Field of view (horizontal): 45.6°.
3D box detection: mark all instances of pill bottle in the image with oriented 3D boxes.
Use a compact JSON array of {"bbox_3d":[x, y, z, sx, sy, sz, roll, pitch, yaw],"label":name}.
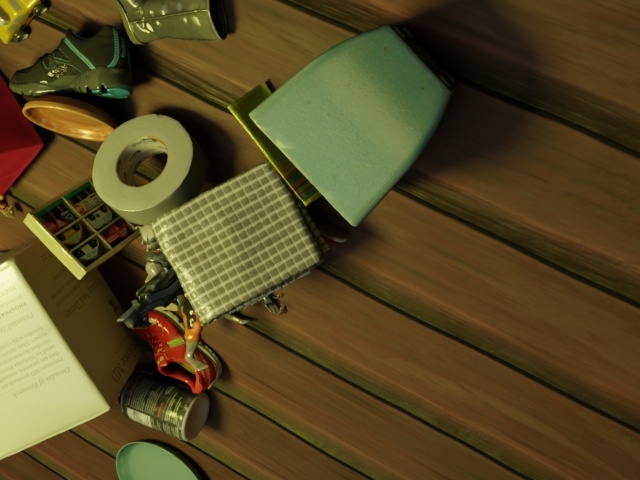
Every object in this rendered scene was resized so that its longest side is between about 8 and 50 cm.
[{"bbox_3d":[-0.418,0.412,1.948,0.246,0.130,0.130,16,123,20],"label":"pill bottle"}]

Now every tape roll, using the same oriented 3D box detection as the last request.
[{"bbox_3d":[-0.345,-0.144,1.540,0.219,0.219,0.072,15,163,21],"label":"tape roll"}]

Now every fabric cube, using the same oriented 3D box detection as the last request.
[{"bbox_3d":[-0.841,-0.226,1.712,0.259,0.258,0.254,-35,88,38],"label":"fabric cube"}]

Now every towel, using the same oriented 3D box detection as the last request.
[{"bbox_3d":[-0.152,0.000,1.460,0.284,0.121,0.235,-29,84,-2],"label":"towel"},{"bbox_3d":[-0.066,-0.183,1.434,0.237,0.102,0.021,52,145,-6],"label":"towel"}]

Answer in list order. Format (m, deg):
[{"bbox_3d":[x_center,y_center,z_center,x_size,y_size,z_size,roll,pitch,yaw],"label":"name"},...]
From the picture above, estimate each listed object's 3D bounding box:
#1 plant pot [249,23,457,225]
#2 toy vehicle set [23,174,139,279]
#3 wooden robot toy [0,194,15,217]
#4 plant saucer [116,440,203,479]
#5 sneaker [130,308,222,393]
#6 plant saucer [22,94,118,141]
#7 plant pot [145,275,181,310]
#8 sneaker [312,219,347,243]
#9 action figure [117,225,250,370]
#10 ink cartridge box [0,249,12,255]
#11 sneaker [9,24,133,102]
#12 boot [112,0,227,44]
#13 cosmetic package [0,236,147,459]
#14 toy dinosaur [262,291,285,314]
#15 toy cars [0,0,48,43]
[{"bbox_3d":[0.082,-0.218,1.256,0.247,0.248,0.252,46,110,-2],"label":"plant pot"},{"bbox_3d":[-0.478,-0.048,1.633,0.166,0.267,0.035,46,129,-3],"label":"toy vehicle set"},{"bbox_3d":[-0.824,-0.129,1.920,0.173,0.076,0.079,31,92,10],"label":"wooden robot toy"},{"bbox_3d":[-0.443,0.691,2.176,0.318,0.044,0.317,14,122,23],"label":"plant saucer"},{"bbox_3d":[-0.367,0.262,1.841,0.279,0.118,0.107,36,127,6],"label":"sneaker"},{"bbox_3d":[-0.523,-0.260,1.613,0.200,0.200,0.037,4,77,27],"label":"plant saucer"},{"bbox_3d":[-0.339,0.105,1.751,0.109,0.096,0.109,5,120,26],"label":"plant pot"},{"bbox_3d":[0.000,0.000,1.540,0.118,0.042,0.067,20,121,27],"label":"sneaker"},{"bbox_3d":[-0.307,0.108,1.603,0.179,0.341,0.330,1,119,43],"label":"action figure"},{"bbox_3d":[-0.853,0.068,2.009,0.135,0.099,0.056,-3,113,29],"label":"ink cartridge box"},{"bbox_3d":[-0.516,-0.361,1.593,0.341,0.125,0.139,2,90,31],"label":"sneaker"},{"bbox_3d":[-0.288,-0.452,1.421,0.209,0.076,0.189,5,133,34],"label":"boot"},{"bbox_3d":[-0.681,0.227,1.802,0.327,0.329,0.393,-26,104,10],"label":"cosmetic package"},{"bbox_3d":[-0.112,0.128,1.691,0.090,0.047,0.082,28,147,56],"label":"toy dinosaur"},{"bbox_3d":[-0.748,-0.508,1.632,0.394,0.087,0.176,12,122,23],"label":"toy cars"}]
